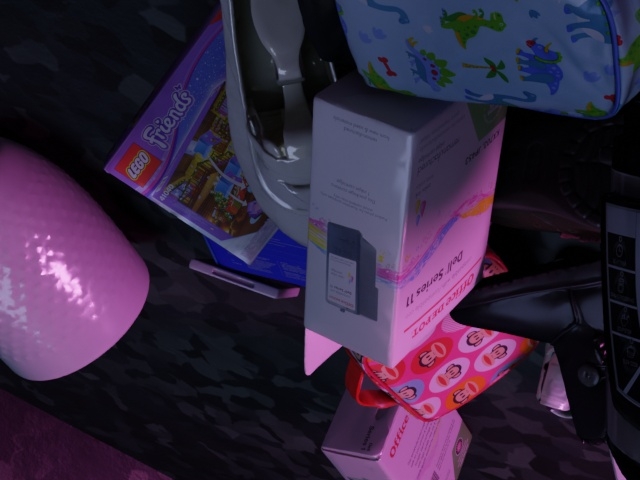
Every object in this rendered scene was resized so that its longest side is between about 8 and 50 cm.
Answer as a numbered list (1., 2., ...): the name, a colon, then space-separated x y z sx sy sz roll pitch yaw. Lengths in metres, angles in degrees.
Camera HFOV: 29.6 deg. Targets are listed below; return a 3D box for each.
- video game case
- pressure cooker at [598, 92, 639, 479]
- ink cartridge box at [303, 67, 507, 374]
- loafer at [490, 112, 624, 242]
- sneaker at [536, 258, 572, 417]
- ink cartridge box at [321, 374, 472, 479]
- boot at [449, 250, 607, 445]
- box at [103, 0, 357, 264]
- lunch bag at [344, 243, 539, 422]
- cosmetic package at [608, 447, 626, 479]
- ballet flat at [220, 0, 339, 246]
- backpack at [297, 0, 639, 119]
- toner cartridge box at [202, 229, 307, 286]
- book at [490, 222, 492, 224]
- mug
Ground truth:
1. video game case: -0.114 0.058 1.867 0.143 0.019 0.157 19 -178 11
2. pressure cooker: 0.420 0.006 1.011 0.370 0.420 0.375 1 -171 9
3. ink cartridge box: 0.087 -0.016 1.265 0.119 0.207 0.353 24 130 26
4. loafer: 0.296 -0.065 1.332 0.366 0.133 0.130 13 171 37
5. sneaker: 0.334 0.140 1.591 0.094 0.151 0.256 11 149 23
6. ink cartridge box: 0.134 0.337 2.030 0.117 0.201 0.278 5 146 32
7. boot: 0.265 0.130 1.357 0.247 0.094 0.207 -14 94 38
8. box: -0.073 -0.143 1.336 0.201 0.293 0.057 35 -165 -18
9. lunch bag: 0.143 0.123 1.577 0.120 0.258 0.293 51 180 36
10. cosmetic package: 0.486 0.184 1.540 0.230 0.161 0.453 9 147 27
11. ballet flat: -0.034 -0.154 1.234 0.139 0.139 0.400 4 117 34
12. backpack: 0.148 -0.243 1.028 0.356 0.273 0.290 3 140 14
13. toner cartridge box: 0.000 0.000 1.698 0.348 0.075 0.165 13 149 20
14. book: 0.161 -0.070 1.499 0.144 0.035 0.096 26 151 -4
15. mug: -0.489 -0.008 1.911 0.374 0.276 0.328 39 166 53
